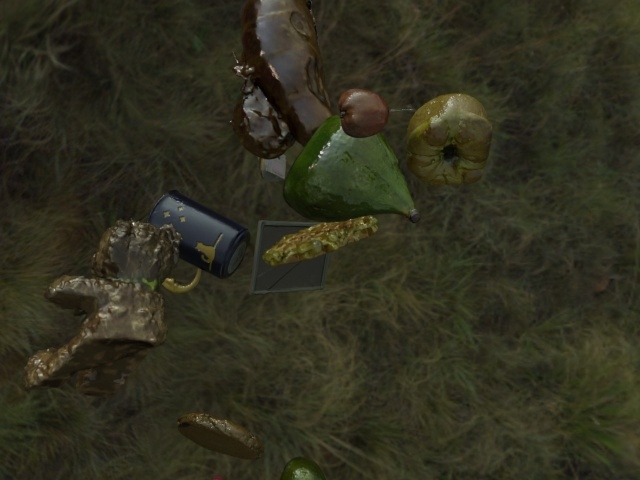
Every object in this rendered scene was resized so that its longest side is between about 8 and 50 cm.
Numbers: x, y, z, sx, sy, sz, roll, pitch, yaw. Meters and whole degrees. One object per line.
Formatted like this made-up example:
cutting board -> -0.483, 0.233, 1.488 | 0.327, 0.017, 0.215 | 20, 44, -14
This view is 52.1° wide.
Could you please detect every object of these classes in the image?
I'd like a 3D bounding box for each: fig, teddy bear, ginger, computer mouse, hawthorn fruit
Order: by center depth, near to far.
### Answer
hawthorn fruit -> 0.074, -0.176, 0.888 | 0.103, 0.067, 0.067 | -11, 91, -16
teddy bear -> -0.372, 0.113, 1.123 | 0.246, 0.296, 0.223 | 25, 37, -54
fig -> 0.070, -0.097, 1.132 | 0.235, 0.203, 0.203 | 32, 67, 6
ginger -> -0.105, -0.362, 1.406 | 0.176, 0.254, 0.419 | 11, 67, -59
fig -> -0.021, 0.582, 1.530 | 0.123, 0.156, 0.123 | -38, 134, -53
computer mouse -> -0.146, -0.226, 1.896 | 0.199, 0.044, 0.102 | 8, 84, -76

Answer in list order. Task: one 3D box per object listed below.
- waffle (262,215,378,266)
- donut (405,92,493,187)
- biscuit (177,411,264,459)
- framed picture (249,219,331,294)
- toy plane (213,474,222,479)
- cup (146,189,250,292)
waffle -> 0.004, -0.002, 1.566 | 0.300, 0.281, 0.058 | -29, 103, -58
donut -> 0.312, -0.243, 1.611 | 0.208, 0.261, 0.128 | -1, 59, 2
biscuit -> -0.232, 0.455, 1.523 | 0.226, 0.226, 0.042 | 35, 55, -24
framed picture -> -0.079, 0.048, 1.908 | 0.289, 0.016, 0.213 | -1, 103, -44
toy plane -> -0.060, 0.277, 0.679 | 0.145, 0.037, 0.060 | 22, 93, -31
cup -> -0.354, 0.018, 1.885 | 0.256, 0.255, 0.178 | 27, 41, 9
